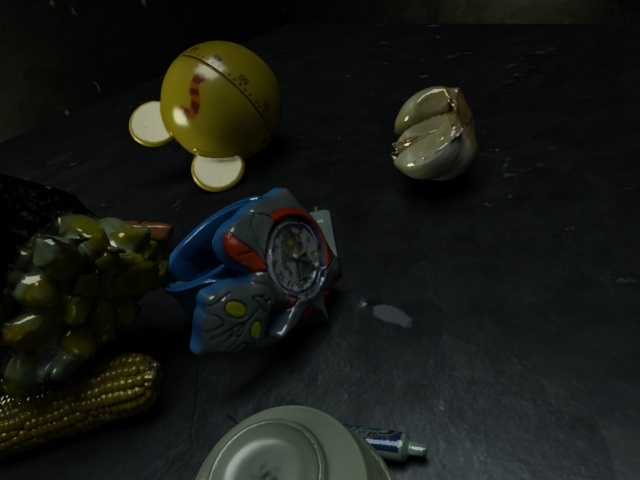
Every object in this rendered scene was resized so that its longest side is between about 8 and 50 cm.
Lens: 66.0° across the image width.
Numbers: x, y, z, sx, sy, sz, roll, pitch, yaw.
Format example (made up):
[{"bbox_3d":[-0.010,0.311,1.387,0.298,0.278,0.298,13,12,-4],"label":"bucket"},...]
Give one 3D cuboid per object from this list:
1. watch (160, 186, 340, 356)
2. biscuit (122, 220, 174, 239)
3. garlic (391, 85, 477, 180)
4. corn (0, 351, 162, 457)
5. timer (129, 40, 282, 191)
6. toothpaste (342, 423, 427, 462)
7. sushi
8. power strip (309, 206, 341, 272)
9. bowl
[{"bbox_3d":[-0.149,0.071,0.843,0.275,0.241,0.305,-1,40,45],"label":"watch"},{"bbox_3d":[-0.477,-0.021,1.069,0.284,0.043,0.306,1,3,38],"label":"biscuit"},{"bbox_3d":[0.262,-0.230,1.145,0.203,0.185,0.280,-25,48,31],"label":"garlic"},{"bbox_3d":[-0.392,0.249,0.750,0.313,0.101,0.102,-16,34,-2],"label":"corn"},{"bbox_3d":[-0.305,-0.356,1.401,0.376,0.376,0.386,25,75,43],"label":"timer"},{"bbox_3d":[0.039,0.259,0.639,0.197,0.034,0.057,-1,21,21],"label":"toothpaste"},{"bbox_3d":[-0.419,0.081,0.738,0.328,0.285,0.328,-61,7,-5],"label":"sushi"},{"bbox_3d":[0.000,0.000,1.026,0.060,0.027,0.252,-13,34,3],"label":"power strip"},{"bbox_3d":[-0.042,0.280,0.532,0.238,0.126,0.237,-12,40,10],"label":"bowl"}]
